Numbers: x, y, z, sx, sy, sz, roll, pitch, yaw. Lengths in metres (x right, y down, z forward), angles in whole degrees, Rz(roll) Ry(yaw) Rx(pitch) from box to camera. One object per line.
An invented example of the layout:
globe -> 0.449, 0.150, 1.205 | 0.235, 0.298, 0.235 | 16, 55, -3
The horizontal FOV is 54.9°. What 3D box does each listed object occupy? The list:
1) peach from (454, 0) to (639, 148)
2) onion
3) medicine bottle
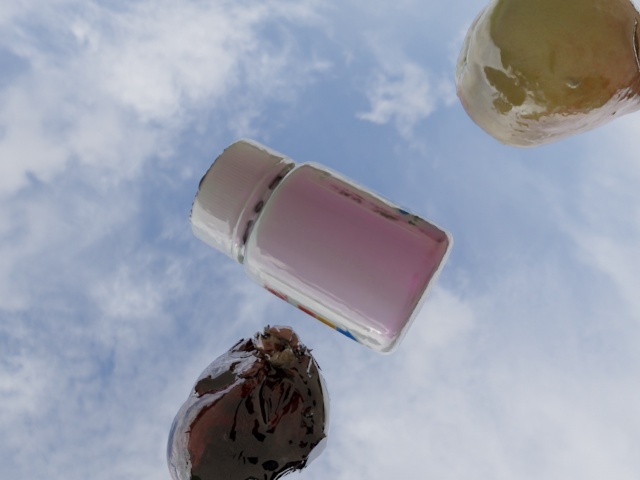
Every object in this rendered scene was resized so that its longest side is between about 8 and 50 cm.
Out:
peach -> 0.277, -0.202, 0.722 | 0.232, 0.232, 0.233 | 9, -116, -18
onion -> -0.109, 0.273, 0.925 | 0.221, 0.281, 0.281 | 36, -124, 23
medicine bottle -> 0.000, 0.000, 0.660 | 0.254, 0.152, 0.152 | 30, -122, 14
